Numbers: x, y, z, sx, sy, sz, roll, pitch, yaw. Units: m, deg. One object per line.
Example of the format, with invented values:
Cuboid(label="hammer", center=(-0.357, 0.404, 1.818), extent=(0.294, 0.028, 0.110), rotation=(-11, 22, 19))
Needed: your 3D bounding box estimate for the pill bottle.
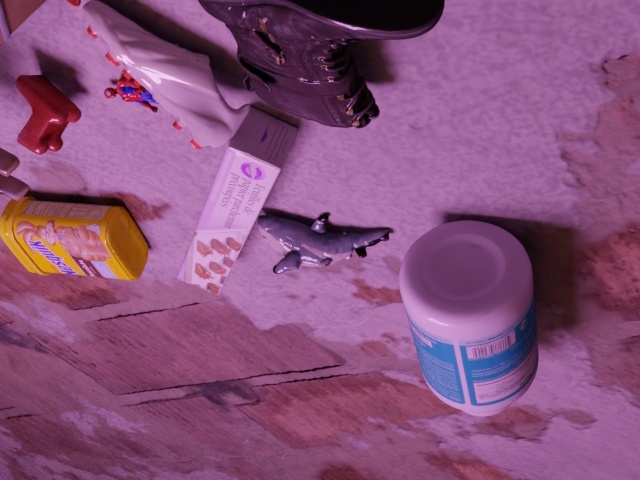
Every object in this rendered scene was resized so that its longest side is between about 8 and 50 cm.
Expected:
Cuboid(label="pill bottle", center=(0.181, 0.107, 1.101), extent=(0.146, 0.146, 0.264), rotation=(7, 145, 20))

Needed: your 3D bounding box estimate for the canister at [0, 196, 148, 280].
Cuboid(label="canister", center=(-0.337, -0.001, 1.286), extent=(0.170, 0.073, 0.126), rotation=(4, 144, 20))

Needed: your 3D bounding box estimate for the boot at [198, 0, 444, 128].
Cuboid(label="boot", center=(0.010, -0.172, 0.818), extent=(0.263, 0.091, 0.229), rotation=(20, 163, 29))

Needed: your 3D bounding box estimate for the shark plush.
Cuboid(label="shark plush", center=(0.000, 0.000, 1.130), extent=(0.161, 0.073, 0.067), rotation=(4, 114, 31))

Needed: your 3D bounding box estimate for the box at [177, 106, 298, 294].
Cuboid(label="box", center=(-0.107, -0.036, 1.121), extent=(0.063, 0.067, 0.324), rotation=(24, 148, -6))

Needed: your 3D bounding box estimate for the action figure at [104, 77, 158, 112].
Cuboid(label="action figure", center=(-0.186, -0.160, 1.017), extent=(0.115, 0.030, 0.038), rotation=(7, 150, 22))

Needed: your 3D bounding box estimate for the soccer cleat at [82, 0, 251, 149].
Cuboid(label="soccer cleat", center=(-0.157, -0.178, 0.951), extent=(0.196, 0.076, 0.068), rotation=(46, -179, -11))

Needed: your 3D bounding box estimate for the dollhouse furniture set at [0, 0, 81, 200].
Cuboid(label="dollhouse furniture set", center=(-0.350, -0.177, 0.921), extent=(0.152, 0.201, 0.374), rotation=(38, 160, 3))
